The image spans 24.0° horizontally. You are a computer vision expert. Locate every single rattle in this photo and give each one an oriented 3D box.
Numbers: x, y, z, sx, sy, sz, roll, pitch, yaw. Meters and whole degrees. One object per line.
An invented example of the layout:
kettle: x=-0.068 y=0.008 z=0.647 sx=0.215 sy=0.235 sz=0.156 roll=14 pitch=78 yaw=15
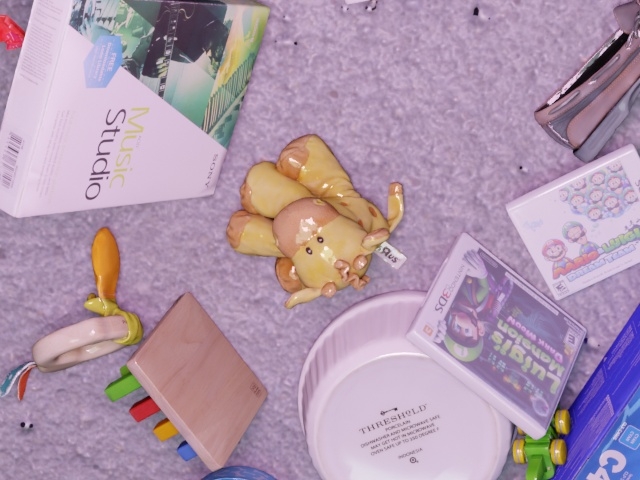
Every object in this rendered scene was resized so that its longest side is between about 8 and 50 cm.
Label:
rattle: x=-0.314 y=0.093 z=1.778 sx=0.199 sy=0.130 sz=0.143 roll=-24 pitch=93 yaw=38

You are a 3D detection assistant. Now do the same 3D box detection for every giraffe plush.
giraffe plush: x=0.000 y=0.000 z=1.669 sx=0.210 sy=0.170 sz=0.181 roll=22 pitch=107 yaw=-2

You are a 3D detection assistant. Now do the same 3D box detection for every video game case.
video game case: x=0.307 y=-0.019 z=1.698 sx=0.157 sy=0.019 sz=0.143 roll=-26 pitch=120 yaw=12
video game case: x=0.201 y=0.104 z=1.693 sx=0.190 sy=0.173 sz=0.022 roll=38 pitch=138 yaw=-8

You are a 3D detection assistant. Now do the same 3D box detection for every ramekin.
ramekin: x=0.102 y=0.206 z=1.747 sx=0.272 sy=0.127 sz=0.273 roll=1 pitch=108 yaw=4

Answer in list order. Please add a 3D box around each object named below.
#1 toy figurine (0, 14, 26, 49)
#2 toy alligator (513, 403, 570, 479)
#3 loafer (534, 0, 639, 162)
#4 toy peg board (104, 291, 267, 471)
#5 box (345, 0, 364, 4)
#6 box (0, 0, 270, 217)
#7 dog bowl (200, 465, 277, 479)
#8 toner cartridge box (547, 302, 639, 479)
toy figurine: x=-0.265 y=-0.327 z=1.619 sx=0.191 sy=0.217 sz=0.363 roll=6 pitch=68 yaw=26
toy alligator: x=0.260 y=0.209 z=1.732 sx=0.056 sy=0.190 sz=0.051 roll=-4 pitch=140 yaw=23
loafer: x=0.331 y=-0.210 z=1.622 sx=0.084 sy=0.096 sz=0.268 roll=33 pitch=109 yaw=0
toy peg board: x=-0.162 y=0.173 z=1.751 sx=0.079 sy=0.161 sz=0.161 roll=-30 pitch=104 yaw=31
box: x=0.070 y=-0.401 z=1.544 sx=0.169 sy=0.087 sz=0.290 roll=-1 pitch=112 yaw=44
box: x=-0.194 y=-0.148 z=1.572 sx=0.058 sy=0.322 sz=0.232 roll=28 pitch=110 yaw=27
dog bowl: x=-0.052 y=0.392 z=1.844 sx=0.297 sy=0.074 sz=0.166 roll=40 pitch=106 yaw=-8
toner cartridge box: x=0.358 y=0.176 z=1.699 sx=0.075 sy=0.165 sz=0.348 roll=29 pitch=108 yaw=-6
